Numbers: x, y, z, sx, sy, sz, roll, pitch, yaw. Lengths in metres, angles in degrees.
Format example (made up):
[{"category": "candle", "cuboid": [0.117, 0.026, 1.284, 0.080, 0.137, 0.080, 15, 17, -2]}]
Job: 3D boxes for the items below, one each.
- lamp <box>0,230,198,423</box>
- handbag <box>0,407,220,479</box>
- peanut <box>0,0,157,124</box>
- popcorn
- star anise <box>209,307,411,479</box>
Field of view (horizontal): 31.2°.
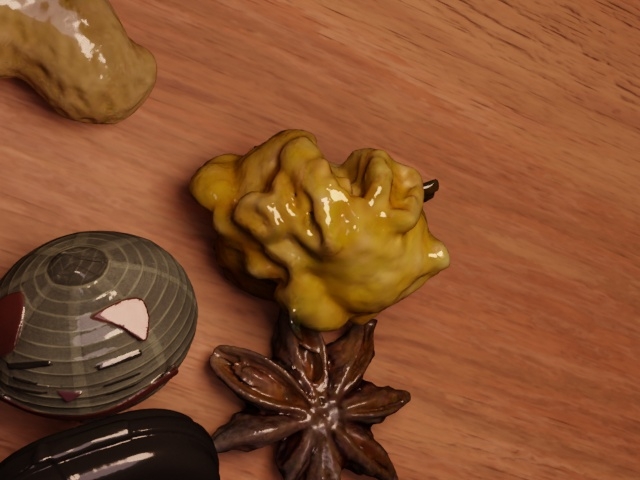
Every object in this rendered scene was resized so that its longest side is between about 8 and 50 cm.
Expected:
[{"category": "lamp", "cuboid": [-0.278, 0.097, 1.359, 0.265, 0.233, 0.233, -12, 89, -7]}, {"category": "handbag", "cuboid": [-0.262, 0.310, 1.352, 0.308, 0.253, 0.093, -15, 49, -21]}, {"category": "peanut", "cuboid": [-0.378, -0.274, 1.392, 0.387, 0.169, 0.192, 30, 81, -17]}, {"category": "popcorn", "cuboid": [0.000, 0.000, 1.458, 0.297, 0.316, 0.281, 49, 46, -39]}, {"category": "star anise", "cuboid": [-0.015, 0.237, 1.522, 0.315, 0.108, 0.315, 1, 88, -22]}]
